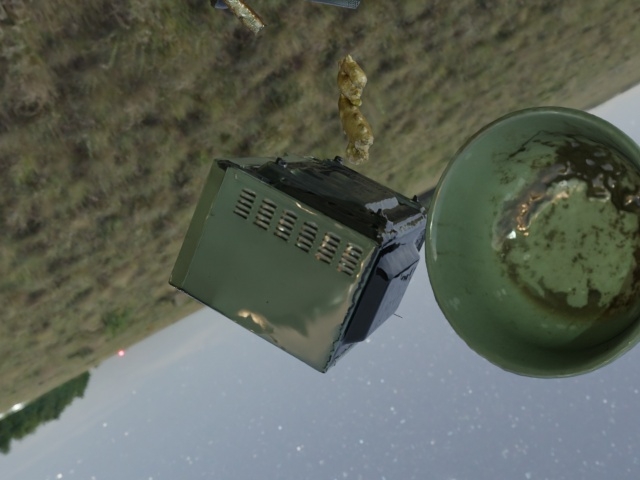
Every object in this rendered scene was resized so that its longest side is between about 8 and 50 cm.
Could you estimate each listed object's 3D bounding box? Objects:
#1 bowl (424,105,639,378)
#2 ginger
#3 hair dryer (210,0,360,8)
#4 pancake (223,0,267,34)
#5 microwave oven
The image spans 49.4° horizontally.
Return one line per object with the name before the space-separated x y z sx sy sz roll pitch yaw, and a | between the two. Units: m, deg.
bowl | 0.273 0.004 0.783 0.146 0.289 0.289 3 158 -44
ginger | 0.067 -0.265 1.370 0.053 0.176 0.193 -6 145 -14
hair dryer | -0.049 -0.545 1.367 0.320 0.155 0.284 2 176 -12
pancake | -0.139 -0.358 0.797 0.056 0.257 0.212 -34 144 2
microwave oven | 0.000 0.000 1.039 0.218 0.286 0.355 -68 163 15
